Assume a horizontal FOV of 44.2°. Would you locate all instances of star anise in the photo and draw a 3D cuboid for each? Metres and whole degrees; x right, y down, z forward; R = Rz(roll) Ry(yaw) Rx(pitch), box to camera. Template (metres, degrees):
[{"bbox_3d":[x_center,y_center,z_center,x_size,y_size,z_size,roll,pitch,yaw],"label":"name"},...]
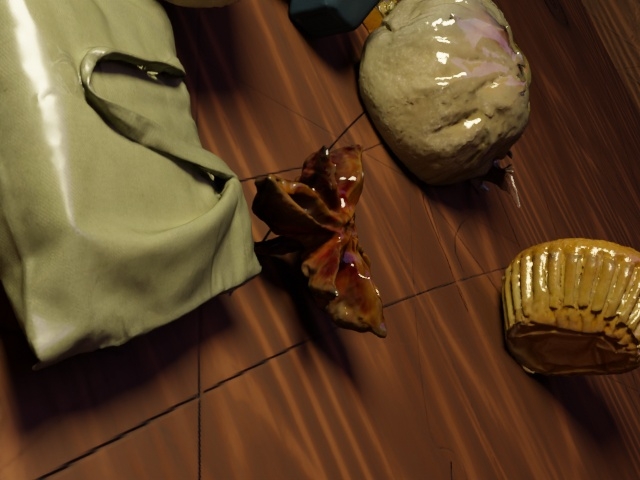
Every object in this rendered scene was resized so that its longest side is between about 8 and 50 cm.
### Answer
[{"bbox_3d":[0.005,-0.004,0.780,0.212,0.111,0.196,55,38,-24],"label":"star anise"}]

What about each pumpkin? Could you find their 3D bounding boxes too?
[{"bbox_3d":[0.093,-0.355,1.214,0.083,0.053,0.074,52,38,-23],"label":"pumpkin"}]

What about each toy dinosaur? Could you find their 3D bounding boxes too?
[{"bbox_3d":[0.266,-0.125,1.229,0.032,0.108,0.220,-4,50,-22],"label":"toy dinosaur"}]

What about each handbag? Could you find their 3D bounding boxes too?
[{"bbox_3d":[-0.161,-0.081,0.594,0.253,0.109,0.316,-6,73,-65],"label":"handbag"}]

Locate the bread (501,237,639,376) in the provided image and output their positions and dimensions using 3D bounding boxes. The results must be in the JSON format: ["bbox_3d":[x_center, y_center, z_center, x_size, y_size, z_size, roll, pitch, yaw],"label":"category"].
[{"bbox_3d":[0.365,0.096,1.089,0.240,0.239,0.139,45,48,-23],"label":"bread"}]

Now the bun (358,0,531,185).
[{"bbox_3d":[0.188,-0.231,1.110,0.281,0.204,0.282,31,43,-35],"label":"bun"}]

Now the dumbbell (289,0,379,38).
[{"bbox_3d":[-0.055,-0.388,0.955,0.316,0.156,0.144,31,13,-38],"label":"dumbbell"}]

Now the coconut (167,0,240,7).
[{"bbox_3d":[-0.111,-0.337,0.708,0.239,0.239,0.244,34,8,-35],"label":"coconut"}]
